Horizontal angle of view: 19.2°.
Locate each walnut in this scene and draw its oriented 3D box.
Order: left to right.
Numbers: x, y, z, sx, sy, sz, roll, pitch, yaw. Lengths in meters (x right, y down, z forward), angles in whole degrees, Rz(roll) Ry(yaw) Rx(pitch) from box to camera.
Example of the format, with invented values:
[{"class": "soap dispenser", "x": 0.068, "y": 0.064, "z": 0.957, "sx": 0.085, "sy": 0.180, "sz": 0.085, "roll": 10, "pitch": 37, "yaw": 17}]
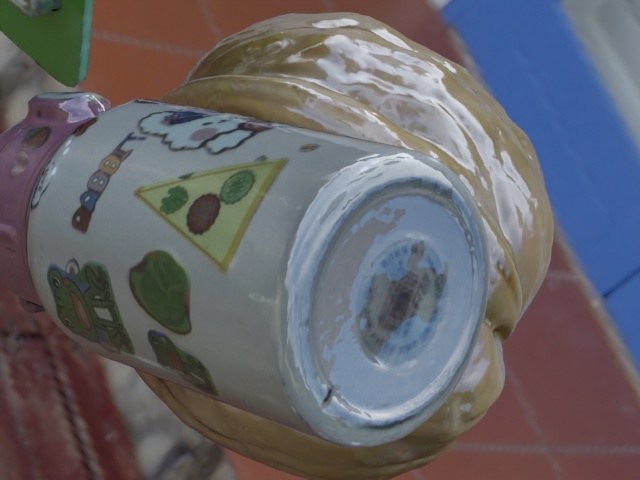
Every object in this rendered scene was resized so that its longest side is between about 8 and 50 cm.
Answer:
[{"class": "walnut", "x": 0.000, "y": 0.000, "z": 1.173, "sx": 0.285, "sy": 0.285, "sz": 0.296, "roll": 41, "pitch": 56, "yaw": -14}]

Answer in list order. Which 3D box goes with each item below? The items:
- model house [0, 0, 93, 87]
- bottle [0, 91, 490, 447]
[{"class": "model house", "x": -0.135, "y": -0.341, "z": 1.052, "sx": 0.340, "sy": 0.300, "sz": 0.323, "roll": 42, "pitch": 62, "yaw": 14}, {"class": "bottle", "x": -0.056, "y": 0.001, "z": 0.800, "sx": 0.253, "sy": 0.120, "sz": 0.120, "roll": 16, "pitch": 1, "yaw": 44}]
